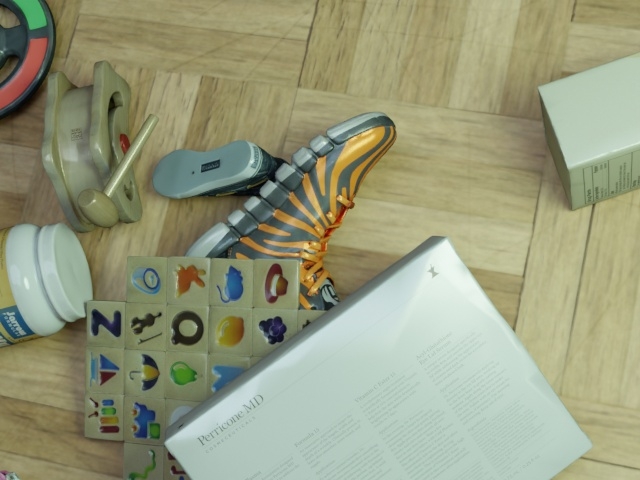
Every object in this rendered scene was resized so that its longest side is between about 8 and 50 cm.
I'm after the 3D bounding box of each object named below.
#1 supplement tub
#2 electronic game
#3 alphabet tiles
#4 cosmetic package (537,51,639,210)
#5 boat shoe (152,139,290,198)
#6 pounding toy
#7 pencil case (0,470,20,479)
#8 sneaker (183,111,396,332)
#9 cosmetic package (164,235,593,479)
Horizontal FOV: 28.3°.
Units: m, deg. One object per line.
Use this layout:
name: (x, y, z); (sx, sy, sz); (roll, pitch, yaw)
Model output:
supplement tub: (-0.401, 0.061, 1.583); (0.199, 0.144, 0.144); (-15, 72, 9)
electronic game: (-0.472, -0.265, 1.743); (0.229, 0.048, 0.229); (-3, 73, 12)
alphabet tiles: (-0.132, 0.162, 1.506); (0.342, 0.011, 0.285); (1, 91, 22)
cosmetic package: (0.416, -0.152, 1.454); (0.309, 0.160, 0.113); (-18, 70, 6)
boat shoe: (-0.127, -0.079, 1.609); (0.183, 0.083, 0.065); (-7, 70, 39)
pounding toy: (-0.254, -0.106, 1.607); (0.154, 0.154, 0.270); (-11, 53, 9)
pencil case: (-0.294, 0.422, 1.453); (0.386, 0.160, 0.167); (31, 127, 19)
sneaker: (0.000, 0.000, 1.536); (0.321, 0.124, 0.180); (-42, 74, 10)
cosmetic package: (0.062, 0.216, 1.394); (0.377, 0.097, 0.284); (-35, 96, -4)
